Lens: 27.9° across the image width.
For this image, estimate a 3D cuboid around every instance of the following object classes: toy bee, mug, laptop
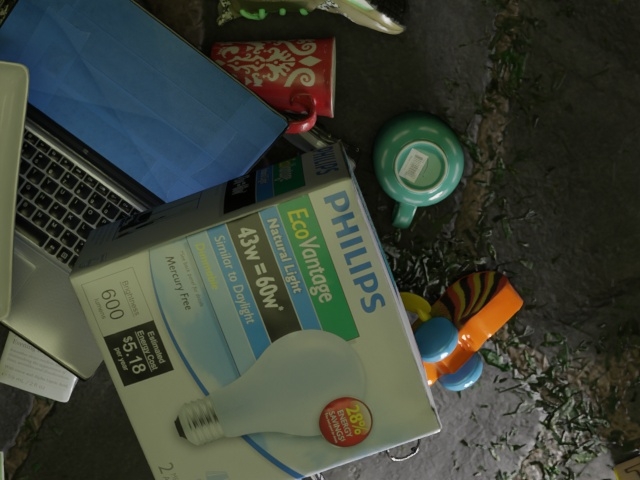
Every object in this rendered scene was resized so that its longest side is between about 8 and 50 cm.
[{"bbox_3d":[0.146,0.151,1.871,0.298,0.162,0.195,-32,122,-24],"label":"toy bee"},{"bbox_3d":[-0.066,-0.222,1.772,0.169,0.150,0.113,2,113,3],"label":"mug"},{"bbox_3d":[0.142,-0.101,1.826,0.129,0.097,0.157,-19,103,4],"label":"mug"},{"bbox_3d":[-0.329,-0.090,1.699,0.382,0.236,0.408,37,72,-11],"label":"laptop"}]

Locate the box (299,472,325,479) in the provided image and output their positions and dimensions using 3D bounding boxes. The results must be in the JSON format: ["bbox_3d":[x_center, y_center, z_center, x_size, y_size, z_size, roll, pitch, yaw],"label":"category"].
[{"bbox_3d":[-0.099,0.454,1.980,0.270,0.060,0.216,-29,102,6],"label":"box"}]

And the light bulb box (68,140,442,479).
[{"bbox_3d":[-0.077,0.110,1.646,0.361,0.225,0.358,-20,106,3],"label":"light bulb box"}]

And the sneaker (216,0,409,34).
[{"bbox_3d":[-0.076,-0.365,1.765,0.410,0.158,0.182,24,133,-8],"label":"sneaker"}]

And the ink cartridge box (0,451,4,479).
[{"bbox_3d":[-0.600,0.409,1.945,0.235,0.056,0.171,-2,90,-26],"label":"ink cartridge box"}]

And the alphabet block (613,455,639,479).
[{"bbox_3d":[0.575,0.413,1.910,0.197,0.193,0.192,-22,102,5],"label":"alphabet block"}]

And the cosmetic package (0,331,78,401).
[{"bbox_3d":[-0.382,0.106,1.878,0.117,0.085,0.231,18,104,-6],"label":"cosmetic package"}]

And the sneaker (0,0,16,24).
[{"bbox_3d":[-0.499,-0.362,1.729,0.343,0.146,0.134,38,100,-10],"label":"sneaker"}]

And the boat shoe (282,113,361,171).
[{"bbox_3d":[-0.006,-0.147,1.844,0.142,0.049,0.040,34,70,-7],"label":"boat shoe"}]

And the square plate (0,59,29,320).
[{"bbox_3d":[-0.558,-0.081,1.655,0.347,0.049,0.344,7,104,-5],"label":"square plate"}]
